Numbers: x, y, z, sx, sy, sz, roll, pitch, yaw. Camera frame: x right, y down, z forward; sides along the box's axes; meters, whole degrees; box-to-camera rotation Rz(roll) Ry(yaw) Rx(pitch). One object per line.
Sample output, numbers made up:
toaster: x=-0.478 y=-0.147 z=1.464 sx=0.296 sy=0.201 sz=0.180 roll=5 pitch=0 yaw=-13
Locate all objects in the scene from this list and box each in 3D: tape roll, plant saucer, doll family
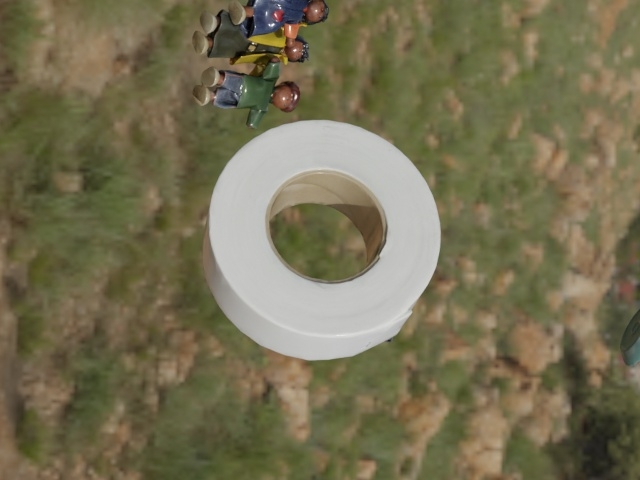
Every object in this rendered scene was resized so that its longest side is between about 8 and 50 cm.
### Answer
tape roll: x=0.000 y=0.000 z=1.632 sx=0.100 sy=0.286 sz=0.286 roll=115 pitch=-16 yaw=-65
plant saucer: x=0.507 y=0.143 z=2.119 sx=0.119 sy=0.021 sz=0.119 roll=-60 pitch=-177 yaw=5
doll family: x=-0.036 y=-0.187 z=1.099 sx=0.076 sy=0.111 sz=0.193 roll=56 pitch=-49 yaw=40

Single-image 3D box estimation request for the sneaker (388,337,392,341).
sneaker: x=0.088 y=0.120 z=1.829 sx=0.083 sy=0.031 sz=0.035 roll=33 pitch=58 yaw=-67
